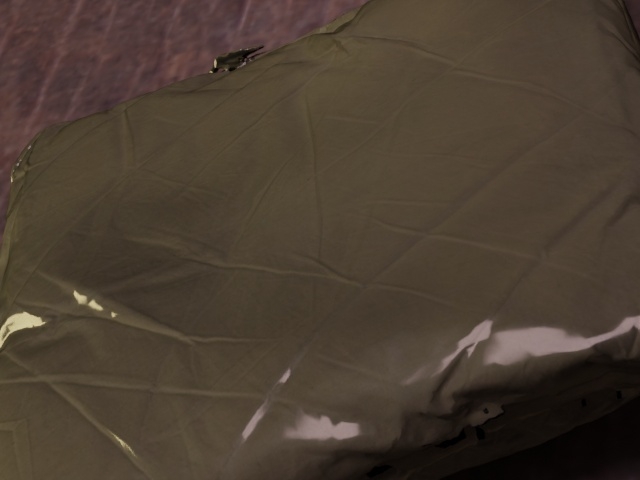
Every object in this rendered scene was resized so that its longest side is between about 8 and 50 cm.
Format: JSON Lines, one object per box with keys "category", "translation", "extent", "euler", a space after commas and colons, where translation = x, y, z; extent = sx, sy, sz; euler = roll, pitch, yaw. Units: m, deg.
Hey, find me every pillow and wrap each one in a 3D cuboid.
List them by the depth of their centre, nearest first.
{"category": "pillow", "translation": [0.001, 0.000, 0.643], "extent": [0.281, 0.076, 0.274], "euler": [-23, 36, 14]}
